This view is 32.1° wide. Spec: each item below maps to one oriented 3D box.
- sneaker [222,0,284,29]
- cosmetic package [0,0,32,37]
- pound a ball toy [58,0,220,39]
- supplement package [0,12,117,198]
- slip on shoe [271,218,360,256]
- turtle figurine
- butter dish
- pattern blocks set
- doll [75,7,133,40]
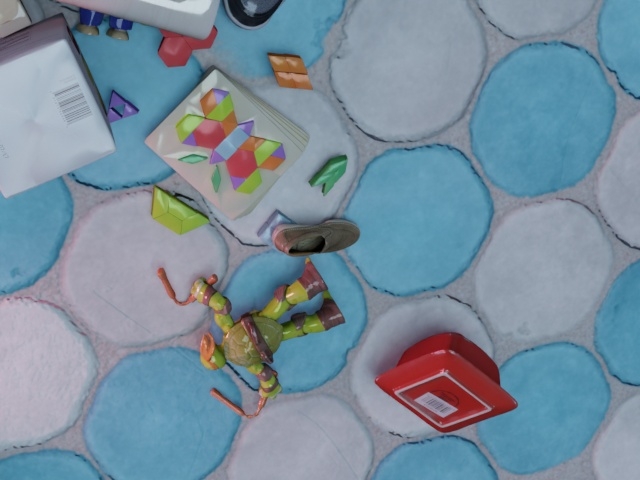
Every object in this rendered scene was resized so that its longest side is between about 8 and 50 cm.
[{"bbox_3d":[-0.041,-0.376,1.339,0.101,0.153,0.269,20,102,-19],"label":"sneaker"},{"bbox_3d":[-0.389,-0.304,1.324,0.041,0.060,0.115,-27,110,-6],"label":"cosmetic package"},{"bbox_3d":[-0.260,-0.366,1.247,0.319,0.135,0.208,13,96,-21],"label":"pound a ball toy"},{"bbox_3d":[-0.329,-0.165,1.285,0.133,0.244,0.139,-24,113,-5],"label":"supplement package"},{"bbox_3d":[0.000,0.000,1.515,0.135,0.041,0.051,1,122,-34],"label":"slip on shoe"},{"bbox_3d":[-0.088,0.113,1.522,0.217,0.087,0.270,-30,112,-3],"label":"turtle figurine"},{"bbox_3d":[0.186,0.185,1.607,0.160,0.118,0.160,38,136,-24],"label":"butter dish"},{"bbox_3d":[-0.121,-0.128,1.454,0.324,0.026,0.285,26,105,-22],"label":"pattern blocks set"},{"bbox_3d":[-0.256,-0.344,1.352,0.129,0.046,0.189,7,106,-18],"label":"doll"}]
